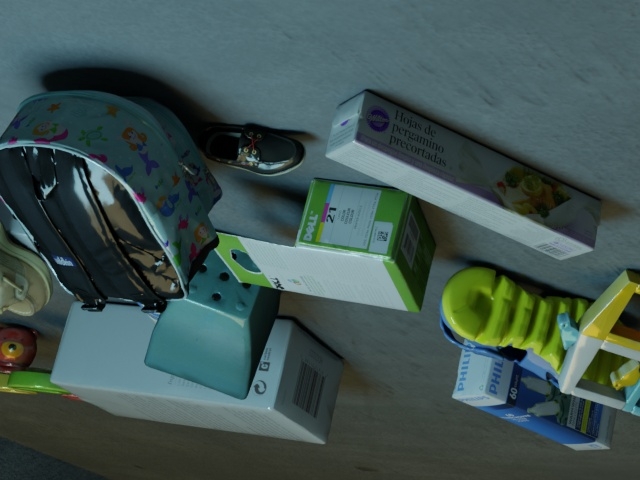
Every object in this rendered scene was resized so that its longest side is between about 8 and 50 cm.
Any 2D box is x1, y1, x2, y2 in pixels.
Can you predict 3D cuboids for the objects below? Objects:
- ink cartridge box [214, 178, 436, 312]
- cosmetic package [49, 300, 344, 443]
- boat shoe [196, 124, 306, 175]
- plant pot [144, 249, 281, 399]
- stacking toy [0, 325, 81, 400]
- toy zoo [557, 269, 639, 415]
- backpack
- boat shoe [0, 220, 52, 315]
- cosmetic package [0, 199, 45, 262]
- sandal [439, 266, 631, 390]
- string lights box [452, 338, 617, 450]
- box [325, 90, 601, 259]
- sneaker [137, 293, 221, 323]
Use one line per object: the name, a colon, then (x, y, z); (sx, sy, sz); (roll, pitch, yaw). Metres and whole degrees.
ink cartridge box: (0.000, 0.000, 1.712); (0.255, 0.097, 0.189); (9, 160, 18)
cosmetic package: (-0.216, 0.230, 2.380); (0.453, 0.161, 0.230); (3, 159, 26)
boat shoe: (-0.080, -0.104, 1.546); (0.133, 0.049, 0.042); (8, 168, 27)
plant pot: (-0.148, 0.096, 1.972); (0.165, 0.166, 0.234); (20, 153, 0)
stacking toy: (-0.498, 0.241, 2.663); (0.309, 0.130, 0.279); (10, 168, -23)
toy zoo: (0.440, 0.146, 1.747); (0.293, 0.030, 0.192); (18, 122, -12)
backpack: (-0.247, -0.061, 1.546); (0.225, 0.191, 0.253); (2, 143, 33)
boat shoe: (-0.475, 0.047, 1.889); (0.121, 0.110, 0.341); (9, 158, 15)
cosmetic package: (-0.363, -0.013, 1.933); (0.231, 0.085, 0.117); (12, 160, 2)
sandal: (0.290, 0.128, 1.852); (0.317, 0.126, 0.138); (27, 163, -12)
string lights box: (0.325, 0.210, 2.006); (0.259, 0.133, 0.077); (25, 158, -29)
box: (0.161, -0.066, 1.470); (0.324, 0.063, 0.067); (22, 157, -22)
sneaker: (-0.204, 0.112, 2.173); (0.211, 0.080, 0.081); (2, 160, 27)
